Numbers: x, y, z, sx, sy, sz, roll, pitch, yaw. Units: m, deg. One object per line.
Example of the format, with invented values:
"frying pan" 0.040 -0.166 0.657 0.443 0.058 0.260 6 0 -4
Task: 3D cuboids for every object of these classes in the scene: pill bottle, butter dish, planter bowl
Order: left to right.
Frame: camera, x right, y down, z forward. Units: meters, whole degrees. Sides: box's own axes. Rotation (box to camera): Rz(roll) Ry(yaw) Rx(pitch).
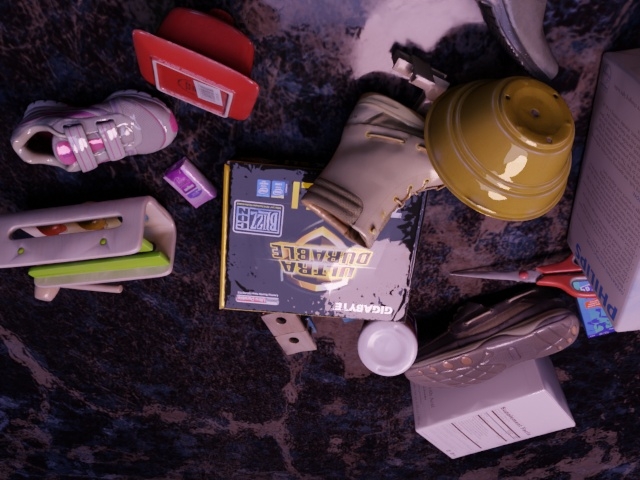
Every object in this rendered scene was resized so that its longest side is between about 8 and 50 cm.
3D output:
"butter dish" -0.148 -0.248 0.631 0.160 0.118 0.160 21 171 -13
"pill bottle" 0.134 0.179 0.933 0.108 0.193 0.108 1 96 10
"planter bowl" 0.252 -0.141 0.614 0.217 0.217 0.090 13 156 -9

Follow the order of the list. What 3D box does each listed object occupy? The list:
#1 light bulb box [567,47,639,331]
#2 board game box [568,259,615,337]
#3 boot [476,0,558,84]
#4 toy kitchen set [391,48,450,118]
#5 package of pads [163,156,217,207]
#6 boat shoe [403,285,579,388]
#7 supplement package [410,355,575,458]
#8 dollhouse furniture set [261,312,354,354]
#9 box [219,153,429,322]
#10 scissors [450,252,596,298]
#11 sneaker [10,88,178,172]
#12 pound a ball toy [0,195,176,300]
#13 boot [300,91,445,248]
"light bulb box" 0.588 -0.078 0.667 0.358 0.225 0.361 -6 130 9
"board game box" 0.588 0.098 0.942 0.160 0.047 0.210 -21 127 21
"boot" 0.271 -0.316 0.571 0.161 0.083 0.246 -37 122 24
"toy kitchen set" 0.129 -0.209 0.676 0.083 0.068 0.075 21 130 -15
"package of pads" -0.221 -0.098 0.816 0.050 0.032 0.083 -27 125 21
"boat shoe" 0.338 0.201 0.995 0.355 0.130 0.132 -22 131 14
"supplement package" 0.375 0.345 1.085 0.293 0.177 0.175 -30 124 25
"dollhouse furniture set" 0.000 0.119 0.934 0.183 0.129 0.129 -13 130 16
"box" 0.000 0.000 0.802 0.322 0.079 0.257 5 108 -3
"scissors" 0.400 0.073 0.891 0.297 0.109 0.021 -12 146 14
"sneaker" -0.342 -0.153 0.719 0.252 0.111 0.103 -5 131 7
"pound a ball toy" -0.427 0.011 0.882 0.319 0.136 0.208 -6 157 8
"boot" 0.125 -0.068 0.677 0.262 0.203 0.095 30 166 1
